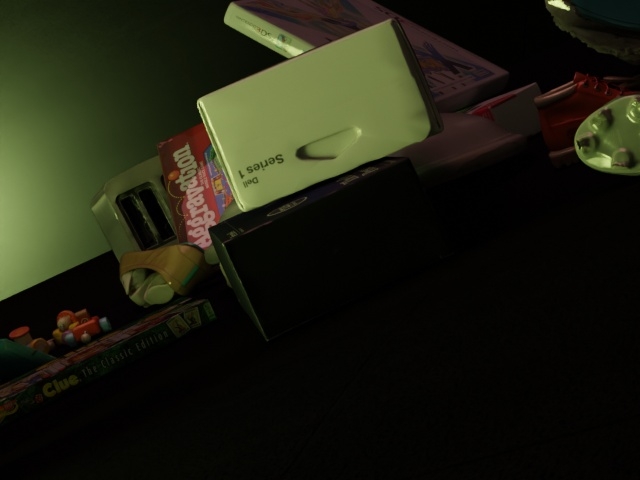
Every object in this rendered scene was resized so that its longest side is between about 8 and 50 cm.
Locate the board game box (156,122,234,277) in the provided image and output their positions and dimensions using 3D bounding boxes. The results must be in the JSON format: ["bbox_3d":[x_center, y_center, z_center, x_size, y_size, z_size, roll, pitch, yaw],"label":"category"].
[{"bbox_3d":[-0.139,-0.069,2.179,0.145,0.027,0.281,-25,44,6],"label":"board game box"}]

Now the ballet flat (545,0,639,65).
[{"bbox_3d":[0.429,-0.272,1.909,0.409,0.147,0.147,-12,0,-28],"label":"ballet flat"}]

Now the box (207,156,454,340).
[{"bbox_3d":[0.000,0.000,1.481,0.184,0.103,0.261,-28,6,-5],"label":"box"}]

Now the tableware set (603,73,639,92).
[{"bbox_3d":[0.405,-0.196,1.854,0.128,0.039,0.194,-26,6,-10],"label":"tableware set"}]

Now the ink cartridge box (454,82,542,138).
[{"bbox_3d":[0.209,-0.144,2.064,0.109,0.063,0.150,-29,8,-42],"label":"ink cartridge box"}]

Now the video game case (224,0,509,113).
[{"bbox_3d":[0.071,-0.259,2.127,0.329,0.300,0.036,-28,-36,-61],"label":"video game case"}]

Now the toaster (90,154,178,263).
[{"bbox_3d":[-0.233,-0.040,2.332,0.168,0.186,0.110,-26,-5,-23],"label":"toaster"}]

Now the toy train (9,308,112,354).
[{"bbox_3d":[-0.348,0.123,2.036,0.166,0.046,0.125,-24,6,4],"label":"toy train"}]

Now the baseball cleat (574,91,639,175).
[{"bbox_3d":[0.322,-0.103,1.334,0.206,0.072,0.109,-16,-4,31],"label":"baseball cleat"}]

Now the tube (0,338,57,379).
[{"bbox_3d":[-0.395,0.146,1.933,0.080,0.052,0.207,20,-20,-32],"label":"tube"}]

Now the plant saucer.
[{"bbox_3d":[0.040,-0.082,1.849,0.400,0.101,0.400,-21,1,0],"label":"plant saucer"}]

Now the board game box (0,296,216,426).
[{"bbox_3d":[-0.242,0.127,1.670,0.259,0.030,0.136,-26,4,-16],"label":"board game box"}]

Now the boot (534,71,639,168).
[{"bbox_3d":[0.295,-0.140,1.599,0.158,0.085,0.059,-22,5,13],"label":"boot"}]

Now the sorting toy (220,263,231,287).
[{"bbox_3d":[-0.068,0.038,1.706,0.083,0.045,0.075,-13,-10,-17],"label":"sorting toy"}]

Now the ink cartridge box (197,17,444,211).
[{"bbox_3d":[0.006,-0.129,1.544,0.201,0.117,0.278,-22,6,6],"label":"ink cartridge box"}]

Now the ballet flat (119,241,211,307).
[{"bbox_3d":[-0.219,0.050,2.056,0.073,0.080,0.232,-60,18,-22],"label":"ballet flat"}]
